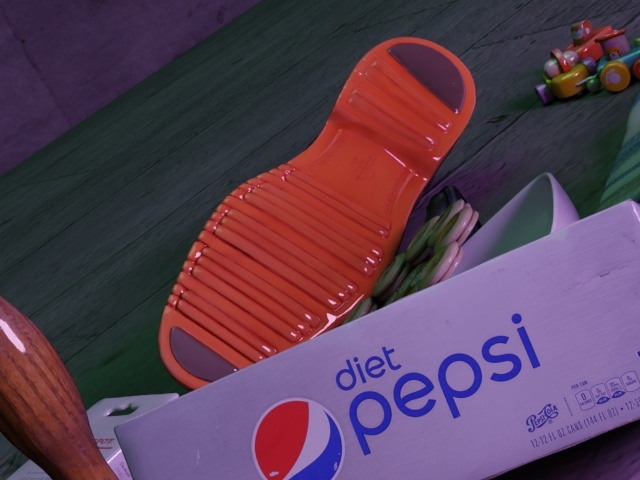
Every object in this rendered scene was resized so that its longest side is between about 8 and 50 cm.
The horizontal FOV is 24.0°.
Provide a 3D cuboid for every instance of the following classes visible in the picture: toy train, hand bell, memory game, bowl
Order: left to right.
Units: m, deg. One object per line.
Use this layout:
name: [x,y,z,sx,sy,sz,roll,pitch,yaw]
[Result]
hand bell: [-0.092,0.118,0.657,0.126,0.242,0.126,-27,15,8]
memory game: [0.037,0.049,0.928,0.186,0.012,0.186,-53,6,8]
bowl: [0.102,0.037,0.867,0.142,0.053,0.142,-45,10,19]
toy train: [0.249,-0.171,1.313,0.125,0.046,0.166,-37,17,-24]

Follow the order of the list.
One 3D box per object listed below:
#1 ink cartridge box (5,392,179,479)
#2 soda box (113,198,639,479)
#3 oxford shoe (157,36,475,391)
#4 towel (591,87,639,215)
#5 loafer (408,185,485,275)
ink cartridge box: [-0.159,0.173,0.937,0.104,0.060,0.180,-11,25,51]
soda box: [0.049,0.080,0.749,0.286,0.098,0.091,-25,-10,16]
oxford shoe: [0.000,0.000,1.161,0.364,0.130,0.133,-48,-9,-32]
towel: [0.247,-0.089,0.961,0.209,0.034,0.285,-46,5,36]
loafer: [0.085,0.009,1.024,0.061,0.062,0.170,-32,14,7]
